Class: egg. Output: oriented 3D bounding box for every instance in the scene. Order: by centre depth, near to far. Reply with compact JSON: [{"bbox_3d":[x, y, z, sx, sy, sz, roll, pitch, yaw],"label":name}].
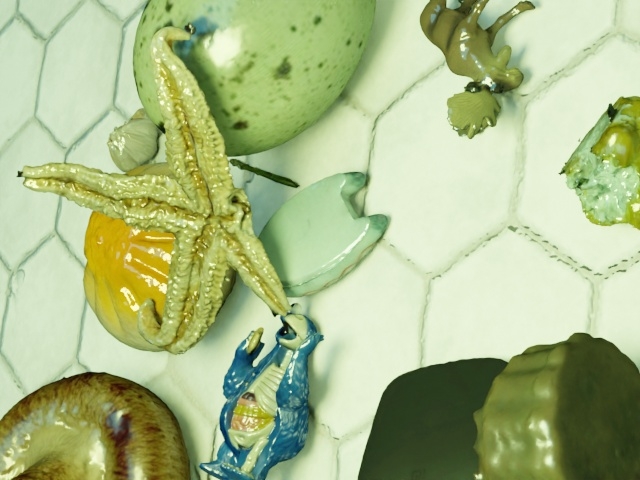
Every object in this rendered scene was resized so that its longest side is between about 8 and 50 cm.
[{"bbox_3d":[-0.089,-0.283,1.641,0.379,0.288,0.287,-50,50,25],"label":"egg"}]

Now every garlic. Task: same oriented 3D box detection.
[{"bbox_3d":[-0.303,-0.165,1.977,0.074,0.094,0.113,8,77,5],"label":"garlic"}]

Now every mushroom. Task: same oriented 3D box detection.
[{"bbox_3d":[-0.385,0.348,1.729,0.331,0.356,0.334,-16,67,43],"label":"mushroom"}]

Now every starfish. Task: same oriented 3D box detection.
[{"bbox_3d":[-0.214,-0.048,1.610,0.324,0.432,0.082,-15,26,28],"label":"starfish"}]

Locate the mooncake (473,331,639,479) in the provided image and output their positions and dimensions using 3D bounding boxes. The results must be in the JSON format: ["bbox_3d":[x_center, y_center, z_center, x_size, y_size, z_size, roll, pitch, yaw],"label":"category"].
[{"bbox_3d":[0.253,0.212,1.232,0.124,0.228,0.228,-16,69,42],"label":"mooncake"}]

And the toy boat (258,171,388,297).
[{"bbox_3d":[0.000,0.000,1.651,0.208,0.079,0.134,-39,62,18],"label":"toy boat"}]

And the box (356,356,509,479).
[{"bbox_3d":[0.137,0.227,1.410,0.212,0.042,0.201,-19,37,38],"label":"box"}]

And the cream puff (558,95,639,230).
[{"bbox_3d":[0.338,-0.075,1.300,0.121,0.156,0.156,-36,42,-20],"label":"cream puff"}]

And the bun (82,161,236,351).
[{"bbox_3d":[-0.271,0.016,1.838,0.299,0.165,0.298,-14,69,41],"label":"bun"}]

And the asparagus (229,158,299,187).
[{"bbox_3d":[-0.084,-0.099,1.788,0.166,0.013,0.016,22,137,46],"label":"asparagus"}]

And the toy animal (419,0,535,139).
[{"bbox_3d":[0.189,-0.232,1.507,0.186,0.094,0.214,-54,41,14],"label":"toy animal"}]

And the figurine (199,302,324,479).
[{"bbox_3d":[-0.063,0.216,1.628,0.164,0.121,0.262,22,83,58],"label":"figurine"}]
